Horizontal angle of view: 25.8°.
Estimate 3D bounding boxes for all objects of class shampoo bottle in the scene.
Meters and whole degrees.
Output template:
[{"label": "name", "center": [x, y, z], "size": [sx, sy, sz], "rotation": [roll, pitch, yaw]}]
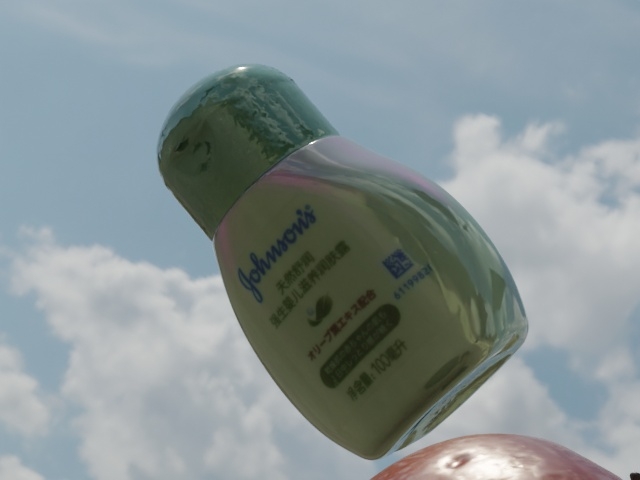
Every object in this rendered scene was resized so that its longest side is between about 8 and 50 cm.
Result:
[{"label": "shampoo bottle", "center": [0.000, 0.000, 1.165], "size": [0.349, 0.151, 0.222], "rotation": [51, -62, 16]}]

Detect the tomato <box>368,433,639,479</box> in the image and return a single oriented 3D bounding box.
[{"label": "tomato", "center": [0.093, 0.236, 0.728], "size": [0.270, 0.227, 0.270], "rotation": [159, -90, -79]}]
